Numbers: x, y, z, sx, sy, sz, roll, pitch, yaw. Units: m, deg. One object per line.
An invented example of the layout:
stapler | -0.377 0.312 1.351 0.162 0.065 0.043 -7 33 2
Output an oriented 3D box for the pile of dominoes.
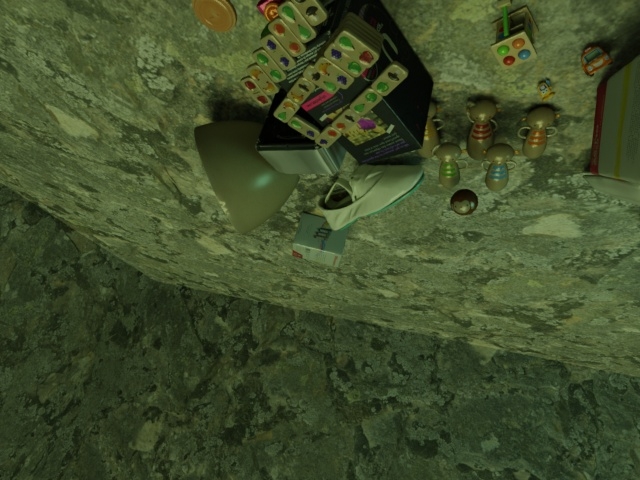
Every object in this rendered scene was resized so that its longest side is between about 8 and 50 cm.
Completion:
pile of dominoes | -0.012 -0.232 0.617 0.195 0.040 0.251 26 153 -21

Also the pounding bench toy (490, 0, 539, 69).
pounding bench toy | 0.290 -0.317 0.625 0.052 0.065 0.083 -9 147 45

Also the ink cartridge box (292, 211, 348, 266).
ink cartridge box | 0.000 0.000 1.455 0.176 0.128 0.128 15 157 1

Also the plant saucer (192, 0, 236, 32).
plant saucer | -0.197 -0.422 0.759 0.083 0.013 0.083 14 157 6

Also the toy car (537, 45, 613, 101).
toy car | 0.407 -0.272 0.672 0.041 0.060 0.122 53 141 -6

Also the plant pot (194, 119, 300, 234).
plant pot | -0.162 -0.181 1.025 0.190 0.284 0.284 -22 153 -1

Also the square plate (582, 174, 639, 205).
square plate | 0.676 -0.080 0.691 0.343 0.049 0.347 6 -167 19

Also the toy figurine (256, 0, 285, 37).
toy figurine | -0.071 -0.416 0.595 0.173 0.130 0.159 -25 129 26

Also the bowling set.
bowling set | 0.312 -0.164 0.808 0.286 0.200 0.154 2 153 20

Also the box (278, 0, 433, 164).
box | 0.066 -0.284 0.713 0.143 0.165 0.270 -7 148 42

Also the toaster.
toaster | -0.022 -0.240 0.875 0.185 0.168 0.110 4 158 27

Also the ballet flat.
ballet flat | 0.106 -0.130 1.118 0.139 0.139 0.400 24 156 -21

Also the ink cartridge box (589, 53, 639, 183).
ink cartridge box | 0.522 -0.148 0.497 0.279 0.161 0.384 6 -167 25
